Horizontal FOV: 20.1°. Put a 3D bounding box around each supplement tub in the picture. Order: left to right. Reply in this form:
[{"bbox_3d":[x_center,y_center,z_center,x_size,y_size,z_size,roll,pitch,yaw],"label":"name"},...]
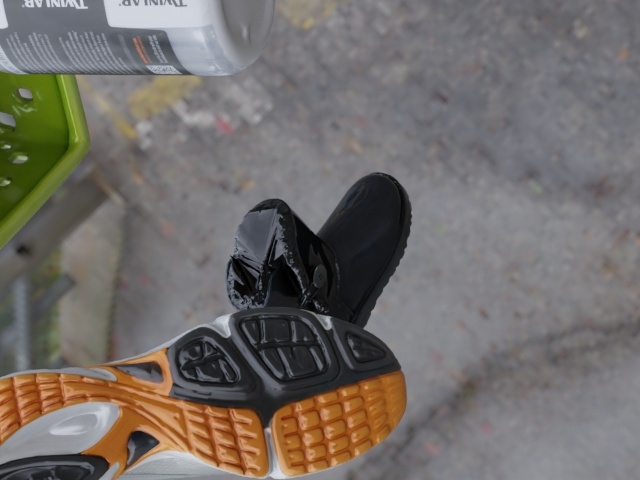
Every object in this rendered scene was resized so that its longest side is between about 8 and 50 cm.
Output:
[{"bbox_3d":[-0.130,-0.152,1.035,0.190,0.117,0.117,2,147,18],"label":"supplement tub"}]

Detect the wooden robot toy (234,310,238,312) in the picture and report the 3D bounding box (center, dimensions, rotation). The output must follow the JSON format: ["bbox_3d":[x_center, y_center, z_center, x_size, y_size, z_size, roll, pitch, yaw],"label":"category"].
[{"bbox_3d":[-0.059,0.098,2.106,0.076,0.173,0.079,10,170,9],"label":"wooden robot toy"}]

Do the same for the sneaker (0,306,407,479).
[{"bbox_3d":[-0.082,0.099,1.059,0.121,0.262,0.099,115,148,-83],"label":"sneaker"}]

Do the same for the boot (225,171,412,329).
[{"bbox_3d":[0.000,0.000,2.003,0.094,0.246,0.207,13,162,33],"label":"boot"}]

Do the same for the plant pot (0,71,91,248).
[{"bbox_3d":[-0.352,-0.121,1.514,0.207,0.228,0.227,5,125,26],"label":"plant pot"}]
